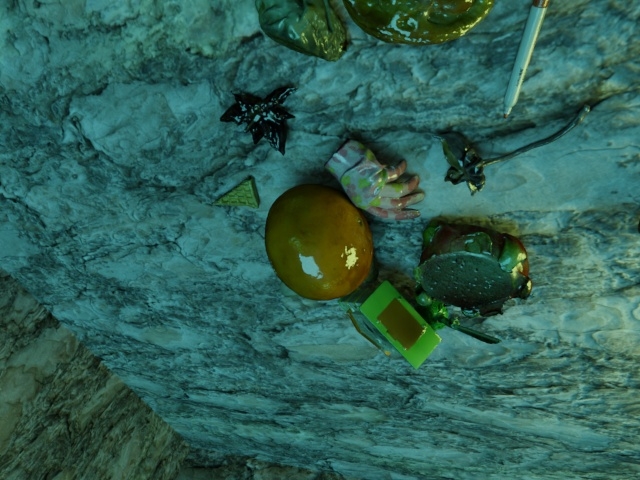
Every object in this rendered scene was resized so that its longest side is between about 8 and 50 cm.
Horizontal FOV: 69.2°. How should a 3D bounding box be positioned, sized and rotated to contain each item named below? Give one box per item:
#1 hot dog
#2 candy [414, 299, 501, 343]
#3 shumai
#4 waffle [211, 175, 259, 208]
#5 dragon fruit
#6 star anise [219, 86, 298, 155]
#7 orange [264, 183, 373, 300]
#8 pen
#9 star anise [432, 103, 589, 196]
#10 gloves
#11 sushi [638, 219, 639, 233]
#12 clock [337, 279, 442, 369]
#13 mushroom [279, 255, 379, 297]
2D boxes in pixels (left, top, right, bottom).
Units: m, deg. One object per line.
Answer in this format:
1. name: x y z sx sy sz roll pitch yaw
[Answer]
1. hot dog: 0.152 -0.405 0.734 0.258 0.114 0.175 16 138 11
2. candy: 0.345 0.216 1.181 0.097 0.097 0.323 43 170 -19
3. shumai: -0.023 -0.412 0.828 0.184 0.184 0.142 22 108 3
4. waffle: -0.239 -0.132 1.252 0.152 0.023 0.098 5 133 21
5. dragon fruit: 0.350 0.070 1.100 0.295 0.130 0.268 -23 120 39
6. star anise: -0.126 -0.268 1.043 0.212 0.054 0.157 0 131 22
7. orange: 0.000 0.000 1.085 0.226 0.284 0.284 -24 120 25
8. pen: 0.350 -0.309 0.803 0.026 0.026 0.218 13 136 13
9. star anise: 0.363 -0.196 0.917 0.227 0.218 0.148 -25 90 -5
10. gloves: 0.125 -0.118 1.031 0.241 0.126 0.145 41 131 -6
11. sushi: 0.662 -0.043 0.900 0.060 0.062 0.118 -7 140 -14
12. clock: 0.173 0.223 1.290 0.220 0.106 0.255 47 166 -6
13. mushroom: 0.011 0.103 1.322 0.351 0.095 0.122 -16 142 38
